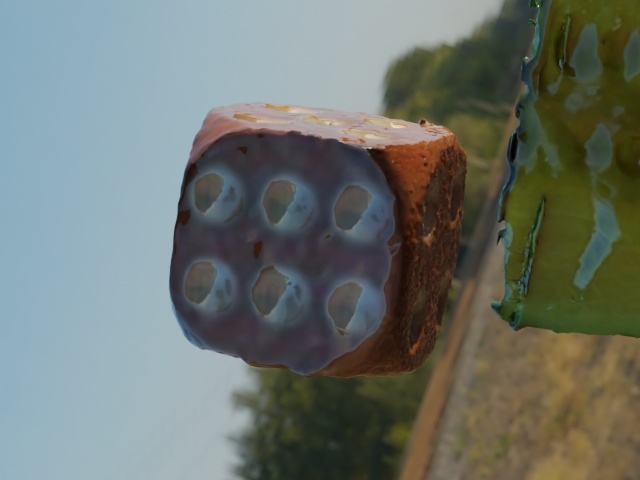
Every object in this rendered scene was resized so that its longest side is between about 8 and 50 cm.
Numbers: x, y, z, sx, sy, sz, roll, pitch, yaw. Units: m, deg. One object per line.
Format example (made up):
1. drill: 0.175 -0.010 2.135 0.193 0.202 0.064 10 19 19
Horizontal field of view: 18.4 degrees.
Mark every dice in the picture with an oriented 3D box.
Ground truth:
1. dice: 0.000 0.000 1.378 0.179 0.175 0.174 -37 -44 -73

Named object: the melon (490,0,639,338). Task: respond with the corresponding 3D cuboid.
1. melon: 0.138 -0.081 0.499 0.265 0.169 0.129 92 -174 -59
